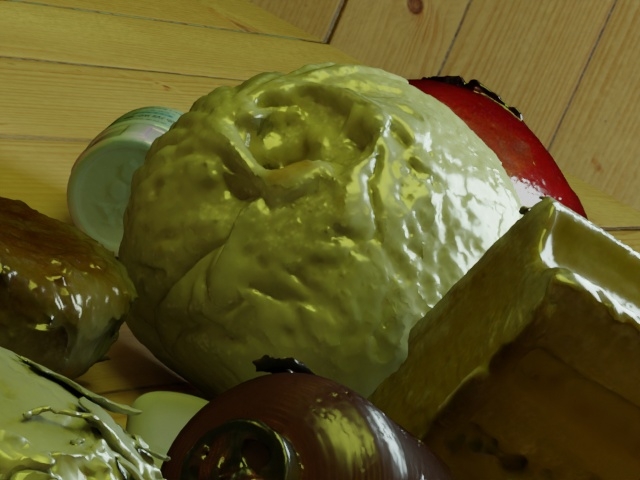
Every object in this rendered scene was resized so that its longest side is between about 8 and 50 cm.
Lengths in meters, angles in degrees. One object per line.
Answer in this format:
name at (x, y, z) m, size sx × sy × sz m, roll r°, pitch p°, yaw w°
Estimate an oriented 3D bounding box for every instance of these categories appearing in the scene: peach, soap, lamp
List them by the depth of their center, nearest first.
lamp at (-0.005, 0.172, 1.266) m, size 0.180 × 0.180 × 0.258 m, roll 33°, pitch -6°, yaw 34°
soap at (0.207, 0.180, 1.490) m, size 0.338 × 0.304 × 0.169 m, roll 32°, pitch 30°, yaw -16°
peach at (0.129, -0.008, 2.137) m, size 0.361 × 0.258 × 0.201 m, roll 44°, pitch 46°, yaw 12°

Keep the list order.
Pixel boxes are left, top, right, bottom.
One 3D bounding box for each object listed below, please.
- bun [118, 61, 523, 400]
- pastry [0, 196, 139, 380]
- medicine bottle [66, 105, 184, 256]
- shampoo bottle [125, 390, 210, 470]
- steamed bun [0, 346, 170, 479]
bun at (0.000, 0.000, 1.653) m, size 0.349 × 0.227 × 0.352 m, roll 0°, pitch 53°, yaw 5°
pastry at (-0.272, 0.035, 1.539) m, size 0.257 × 0.121 × 0.236 m, roll 20°, pitch 11°, yaw -7°
medicine bottle at (-0.176, -0.058, 1.989) m, size 0.135 × 0.135 × 0.168 m, roll 24°, pitch 16°, yaw 0°
shampoo bottle at (-0.092, 0.174, 1.442) m, size 0.108 × 0.051 × 0.221 m, roll 23°, pitch 14°, yaw -10°
steamed bun at (-0.232, 0.145, 0.967) m, size 0.312 × 0.233 × 0.334 m, roll 33°, pitch 16°, yaw 31°
